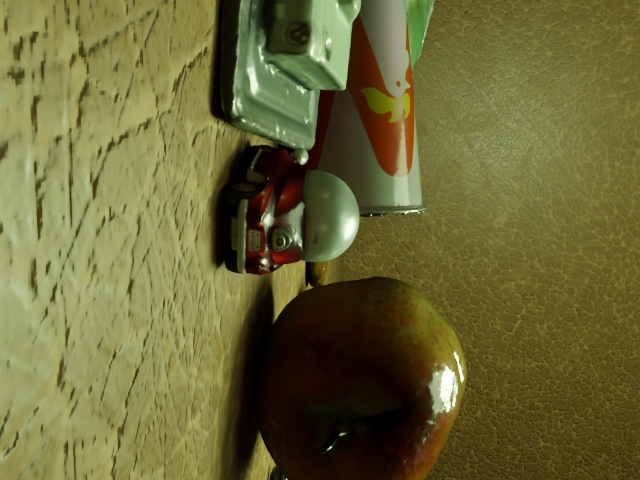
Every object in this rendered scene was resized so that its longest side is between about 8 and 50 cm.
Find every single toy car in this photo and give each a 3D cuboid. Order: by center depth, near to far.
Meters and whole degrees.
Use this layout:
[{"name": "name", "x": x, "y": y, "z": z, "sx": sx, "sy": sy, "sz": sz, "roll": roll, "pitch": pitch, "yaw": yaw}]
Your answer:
[{"name": "toy car", "x": -0.021, "y": -0.020, "z": 0.528, "sx": 0.139, "sy": 0.112, "sz": 0.112, "roll": -74, "pitch": 170, "yaw": -67}]

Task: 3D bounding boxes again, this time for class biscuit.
[{"name": "biscuit", "x": 0.000, "y": 0.000, "z": 1.273, "sx": 0.212, "sy": 0.036, "sz": 0.212, "roll": 5, "pitch": 90, "yaw": -85}]

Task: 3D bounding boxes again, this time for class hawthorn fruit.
[{"name": "hawthorn fruit", "x": 0.043, "y": 0.194, "z": 0.731, "sx": 0.301, "sy": 0.267, "sz": 0.268, "roll": -47, "pitch": 144, "yaw": -67}]

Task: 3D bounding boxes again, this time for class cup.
[{"name": "cup", "x": 0.042, "y": -0.180, "z": 0.768, "sx": 0.203, "sy": 0.202, "sz": 0.289, "roll": -49, "pitch": 138, "yaw": -82}]

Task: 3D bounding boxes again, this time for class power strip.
[{"name": "power strip", "x": -0.009, "y": -0.214, "z": 0.527, "sx": 0.251, "sy": 0.092, "sz": 0.257, "roll": -43, "pitch": 138, "yaw": -82}]

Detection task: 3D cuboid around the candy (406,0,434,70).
[{"name": "candy", "x": 0.107, "y": -0.366, "z": 1.169, "sx": 0.427, "sy": 0.186, "sz": 0.386, "roll": 94, "pitch": 13, "yaw": -48}]

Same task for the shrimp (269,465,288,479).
[{"name": "shrimp", "x": -0.064, "y": 0.499, "z": 0.881, "sx": 0.164, "sy": 0.062, "sz": 0.317, "roll": 37, "pitch": 35, "yaw": -49}]
